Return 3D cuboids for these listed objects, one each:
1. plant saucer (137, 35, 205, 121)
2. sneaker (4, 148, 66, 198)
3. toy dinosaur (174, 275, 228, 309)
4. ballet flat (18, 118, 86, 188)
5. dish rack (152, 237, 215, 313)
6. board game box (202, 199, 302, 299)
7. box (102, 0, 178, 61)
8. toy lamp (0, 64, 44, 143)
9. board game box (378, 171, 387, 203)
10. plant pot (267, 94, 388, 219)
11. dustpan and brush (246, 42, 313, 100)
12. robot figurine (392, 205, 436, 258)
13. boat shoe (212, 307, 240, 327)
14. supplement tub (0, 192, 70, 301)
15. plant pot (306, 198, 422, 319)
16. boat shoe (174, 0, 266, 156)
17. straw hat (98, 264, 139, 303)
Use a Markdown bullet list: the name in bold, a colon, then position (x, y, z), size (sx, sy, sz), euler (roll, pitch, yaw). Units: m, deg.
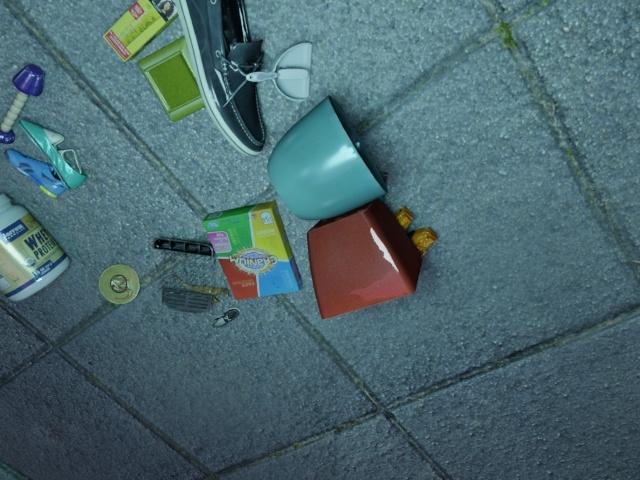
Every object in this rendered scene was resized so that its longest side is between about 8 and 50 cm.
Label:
- **plant saucer**: position (-0.401, -0.447, 1.276), size (0.188, 0.045, 0.188), euler (-19, 114, 18)
- **sneaker**: position (-0.915, -0.233, 1.473), size (0.209, 0.069, 0.082), euler (42, 91, -9)
- **toy dinosaur**: position (-0.430, 0.187, 1.642), size (0.211, 0.064, 0.112), euler (10, 103, 3)
- **ballet flat**: position (-0.826, -0.281, 1.424), size (0.087, 0.083, 0.247), euler (-34, 116, -13)
- **dish rack**: position (-0.466, 0.126, 1.563), size (0.208, 0.074, 0.272), euler (8, 103, 6)
- **board game box**: position (-0.219, 0.040, 1.512), size (0.242, 0.064, 0.317), euler (-10, 117, 14)
- **box**: position (-0.463, -0.581, 1.202), size (0.232, 0.058, 0.087), euler (-29, 112, 22)
- **toy lamp**: position (-0.906, -0.406, 1.359), size (0.080, 0.080, 0.274), euler (40, 118, -14)
- **board game box**: position (0.103, -0.154, 1.374), size (0.186, 0.026, 0.126), euler (6, 120, 5)
- **plant pot**: position (0.004, -0.189, 1.200), size (0.235, 0.293, 0.293), euler (-31, 111, 15)
- **dustpan and brush**: position (-0.101, -0.426, 1.164), size (0.211, 0.060, 0.147), euler (-13, 124, -28)
- **robot figurine**: position (0.208, 0.037, 1.432), size (0.211, 0.085, 0.291), euler (38, 118, -12)
- **boat shoe**: position (-0.352, 0.289, 1.688), size (0.125, 0.038, 0.046), euler (-26, 112, 21)
- **supplement tub**: position (-1.045, 0.023, 1.535), size (0.228, 0.228, 0.316), euler (-23, 114, 20)
- **plant pot**: position (0.108, 0.030, 1.266), size (0.267, 0.267, 0.236), euler (-20, 100, 21)
- **boat shoe**: position (-0.224, -0.460, 1.166), size (0.156, 0.187, 0.500), euler (-7, 113, 19)
- **straw hat**: position (-0.737, 0.158, 1.657), size (0.144, 0.144, 0.061), euler (53, 156, -20)
